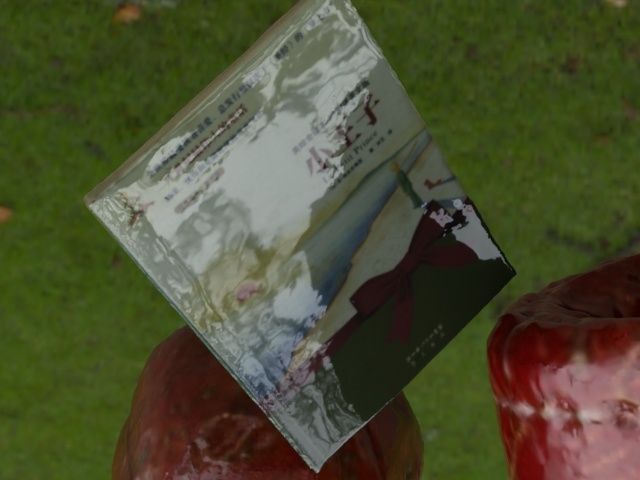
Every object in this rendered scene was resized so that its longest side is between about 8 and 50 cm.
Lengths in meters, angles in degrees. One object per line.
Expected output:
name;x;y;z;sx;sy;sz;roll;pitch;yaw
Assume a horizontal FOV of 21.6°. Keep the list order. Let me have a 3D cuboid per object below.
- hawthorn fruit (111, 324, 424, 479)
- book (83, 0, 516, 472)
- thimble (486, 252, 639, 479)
hawthorn fruit;-0.044;0.177;1.294;0.258;0.258;0.262;3;-176;7
book;0.000;0.000;1.050;0.201;0.026;0.289;-43;131;-7
thimble;0.292;0.118;1.122;0.350;0.350;0.231;-11;98;23
